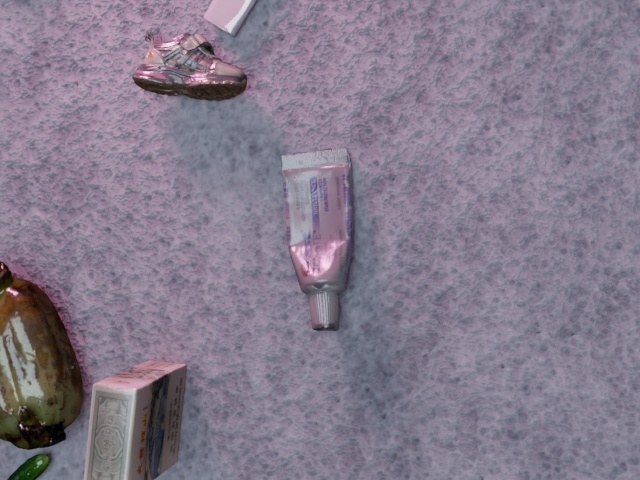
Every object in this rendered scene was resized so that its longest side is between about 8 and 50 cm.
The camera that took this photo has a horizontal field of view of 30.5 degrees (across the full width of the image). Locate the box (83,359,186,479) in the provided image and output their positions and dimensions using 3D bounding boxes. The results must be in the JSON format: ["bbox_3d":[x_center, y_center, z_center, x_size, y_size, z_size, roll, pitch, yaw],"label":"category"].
[{"bbox_3d":[-0.274,0.279,1.770,0.069,0.256,0.164,6,93,9],"label":"box"}]

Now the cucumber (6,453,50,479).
[{"bbox_3d":[-0.498,0.401,1.919,0.037,0.037,0.155,45,96,4],"label":"cucumber"}]

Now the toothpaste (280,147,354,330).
[{"bbox_3d":[0.002,0.000,1.824,0.099,0.068,0.282,-2,85,-19],"label":"toothpaste"}]

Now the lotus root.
[{"bbox_3d":[-0.476,0.175,1.850,0.173,0.173,0.309,-15,90,8],"label":"lotus root"}]

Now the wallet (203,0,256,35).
[{"bbox_3d":[-0.129,-0.386,1.840,0.061,0.025,0.122,32,97,4],"label":"wallet"}]

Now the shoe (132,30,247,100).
[{"bbox_3d":[-0.200,-0.274,1.830,0.180,0.089,0.092,5,81,6],"label":"shoe"}]
